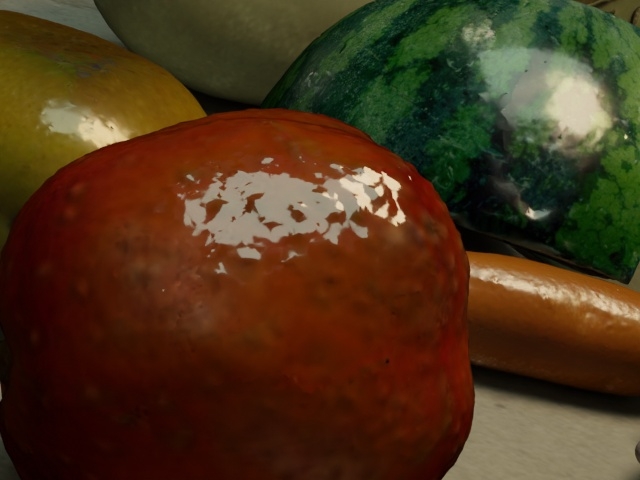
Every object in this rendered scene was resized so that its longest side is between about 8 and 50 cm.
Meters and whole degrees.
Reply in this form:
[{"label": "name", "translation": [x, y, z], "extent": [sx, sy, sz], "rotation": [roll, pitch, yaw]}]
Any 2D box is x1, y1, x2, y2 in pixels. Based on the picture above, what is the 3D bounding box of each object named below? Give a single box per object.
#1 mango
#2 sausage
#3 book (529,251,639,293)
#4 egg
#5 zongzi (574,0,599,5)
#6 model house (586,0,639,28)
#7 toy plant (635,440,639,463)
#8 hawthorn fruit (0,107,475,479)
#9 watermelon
[{"label": "mango", "translation": [-0.213, -0.078, 1.318], "extent": [0.253, 0.182, 0.365], "rotation": [4, 27, -22]}, {"label": "sausage", "translation": [0.165, 0.061, 1.363], "extent": [0.238, 0.098, 0.098], "rotation": [15, 23, -6]}, {"label": "book", "translation": [0.281, -0.040, 1.587], "extent": [0.215, 0.025, 0.282], "rotation": [-37, 43, -7]}, {"label": "egg", "translation": [-0.055, -0.259, 1.733], "extent": [0.352, 0.258, 0.258], "rotation": [3, 26, -21]}, {"label": "zongzi", "translation": [0.385, -0.387, 2.039], "extent": [0.500, 0.467, 0.218], "rotation": [20, 28, 11]}, {"label": "model house", "translation": [0.369, -0.095, 1.829], "extent": [0.278, 0.218, 0.205], "rotation": [39, -32, -27]}, {"label": "toy plant", "translation": [0.342, 0.153, 1.243], "extent": [0.243, 0.113, 0.232], "rotation": [20, 21, 24]}, {"label": "hawthorn fruit", "translation": [-0.082, 0.054, 1.009], "extent": [0.330, 0.287, 0.287], "rotation": [-1, 27, -17]}, {"label": "watermelon", "translation": [0.125, -0.119, 1.490], "extent": [0.292, 0.222, 0.319], "rotation": [26, 2, -8]}]
